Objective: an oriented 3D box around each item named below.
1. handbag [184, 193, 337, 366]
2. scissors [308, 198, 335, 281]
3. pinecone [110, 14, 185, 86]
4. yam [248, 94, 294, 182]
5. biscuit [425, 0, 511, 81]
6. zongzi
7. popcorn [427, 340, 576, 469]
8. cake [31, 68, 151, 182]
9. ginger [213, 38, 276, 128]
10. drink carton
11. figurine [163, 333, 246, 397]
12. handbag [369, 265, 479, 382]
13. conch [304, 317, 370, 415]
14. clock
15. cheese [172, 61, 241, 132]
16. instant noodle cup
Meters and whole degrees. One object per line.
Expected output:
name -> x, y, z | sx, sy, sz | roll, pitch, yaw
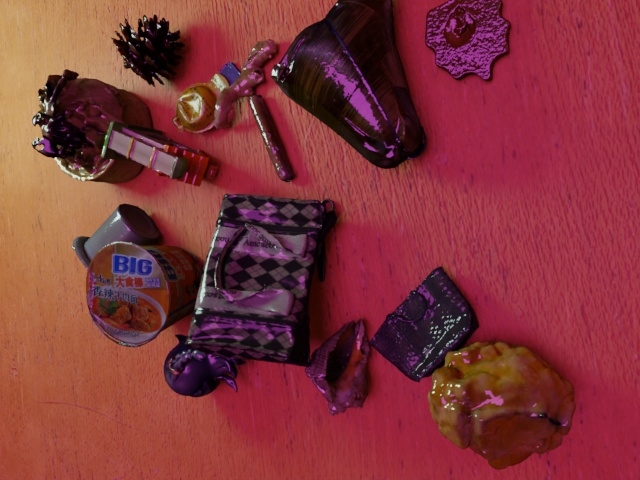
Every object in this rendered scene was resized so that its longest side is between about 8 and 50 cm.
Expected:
handbag -> -0.137, 0.088, 1.220 | 0.317, 0.180, 0.415 | 0, 70, 25
scissors -> 0.000, 0.000, 1.294 | 0.088, 0.017, 0.219 | -2, 90, 23
pinecone -> -0.497, -0.564, 1.434 | 0.208, 0.208, 0.207 | 0, 91, 26
yam -> -0.135, -0.278, 1.339 | 0.046, 0.046, 0.263 | -27, 78, 24
biscuit -> 0.339, -0.456, 1.111 | 0.182, 0.034, 0.215 | -24, 83, 25
zongzi -> 0.158, -0.421, 1.129 | 0.403, 0.208, 0.432 | 43, 96, 13
popcorn -> 0.371, 0.333, 1.011 | 0.287, 0.215, 0.251 | -11, 85, 10
cake -> -0.726, -0.338, 1.477 | 0.333, 0.321, 0.331 | 0, 89, 25
ginger -> -0.213, -0.431, 1.363 | 0.089, 0.075, 0.288 | 35, 98, 10
drink carton -> -0.615, 0.007, 1.509 | 0.190, 0.191, 0.185 | -39, 73, 15
figurine -> -0.322, 0.330, 1.379 | 0.265, 0.197, 0.175 | -55, 27, 21
handbag -> 0.244, 0.206, 1.148 | 0.175, 0.089, 0.270 | 48, 111, 26
conch -> 0.051, 0.303, 1.196 | 0.163, 0.178, 0.245 | 18, 80, 16
clock -> -0.442, -0.234, 1.402 | 0.256, 0.220, 0.106 | 25, 103, 16
cheese -> -0.328, -0.410, 1.422 | 0.250, 0.064, 0.156 | -39, 77, 12
instant noodle cup -> -0.486, 0.134, 1.410 | 0.297, 0.214, 0.296 | 3, 97, 21
